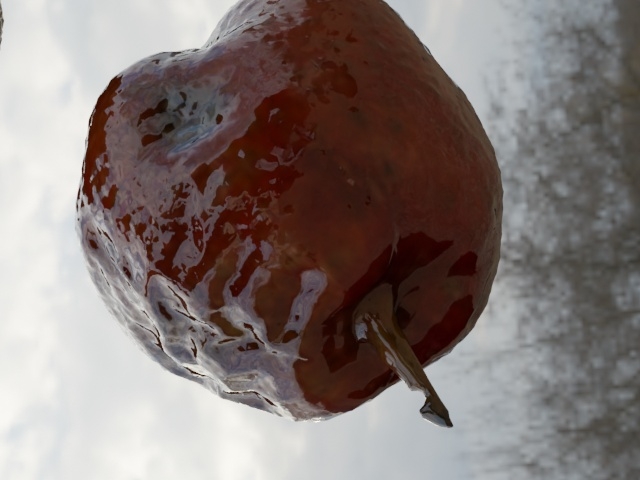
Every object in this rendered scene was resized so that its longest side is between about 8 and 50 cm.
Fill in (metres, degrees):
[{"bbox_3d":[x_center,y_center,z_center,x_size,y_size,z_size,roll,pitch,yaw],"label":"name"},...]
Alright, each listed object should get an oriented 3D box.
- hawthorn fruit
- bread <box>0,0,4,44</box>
[{"bbox_3d":[0.000,0.000,0.681,0.243,0.207,0.207,52,166,45],"label":"hawthorn fruit"},{"bbox_3d":[-0.390,-0.216,0.953,0.361,0.250,0.394,57,-163,22],"label":"bread"}]
